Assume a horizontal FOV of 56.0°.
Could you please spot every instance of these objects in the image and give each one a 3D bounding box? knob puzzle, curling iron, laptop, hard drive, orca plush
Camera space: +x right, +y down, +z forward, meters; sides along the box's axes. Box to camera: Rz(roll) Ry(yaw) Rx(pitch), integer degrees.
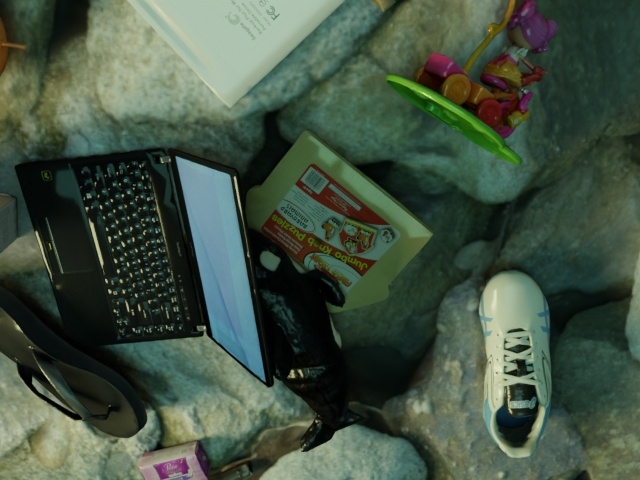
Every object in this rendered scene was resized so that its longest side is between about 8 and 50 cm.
[{"bbox_3d":[0.000,0.000,0.670,0.213,0.030,0.213,7,117,13],"label":"knob puzzle"},{"bbox_3d":[-0.219,0.354,0.813,0.274,0.035,0.068,-20,111,8],"label":"curling iron"},{"bbox_3d":[-0.188,0.034,0.630,0.264,0.136,0.234,-5,111,3],"label":"laptop"},{"bbox_3d":[-0.043,-0.301,0.548,0.307,0.040,0.203,-40,107,14],"label":"hard drive"},{"bbox_3d":[-0.046,0.130,0.671,0.151,0.102,0.287,-3,115,18],"label":"orca plush"}]

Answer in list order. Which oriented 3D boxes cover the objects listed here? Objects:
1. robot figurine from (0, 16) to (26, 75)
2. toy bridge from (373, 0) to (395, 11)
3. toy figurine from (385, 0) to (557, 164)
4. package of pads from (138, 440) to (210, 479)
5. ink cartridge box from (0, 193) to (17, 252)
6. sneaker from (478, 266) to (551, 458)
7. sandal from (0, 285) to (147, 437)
[{"bbox_3d":[-0.389,-0.174,0.555,0.219,0.128,0.158,-21,75,9],"label":"robot figurine"},{"bbox_3d":[0.119,-0.285,0.532,0.188,0.063,0.026,-35,68,7],"label":"toy bridge"},{"bbox_3d":[0.173,-0.177,0.570,0.173,0.130,0.159,25,101,-33],"label":"toy figurine"},{"bbox_3d":[-0.192,0.297,0.792,0.083,0.032,0.050,-16,112,6],"label":"package of pads"},{"bbox_3d":[-0.390,-0.004,0.618,0.099,0.135,0.056,8,115,-3],"label":"ink cartridge box"},{"bbox_3d":[0.232,0.146,0.702,0.085,0.086,0.237,-7,110,5],"label":"sneaker"},{"bbox_3d":[-0.321,0.159,0.714,0.254,0.054,0.097,42,125,-11],"label":"sandal"}]
